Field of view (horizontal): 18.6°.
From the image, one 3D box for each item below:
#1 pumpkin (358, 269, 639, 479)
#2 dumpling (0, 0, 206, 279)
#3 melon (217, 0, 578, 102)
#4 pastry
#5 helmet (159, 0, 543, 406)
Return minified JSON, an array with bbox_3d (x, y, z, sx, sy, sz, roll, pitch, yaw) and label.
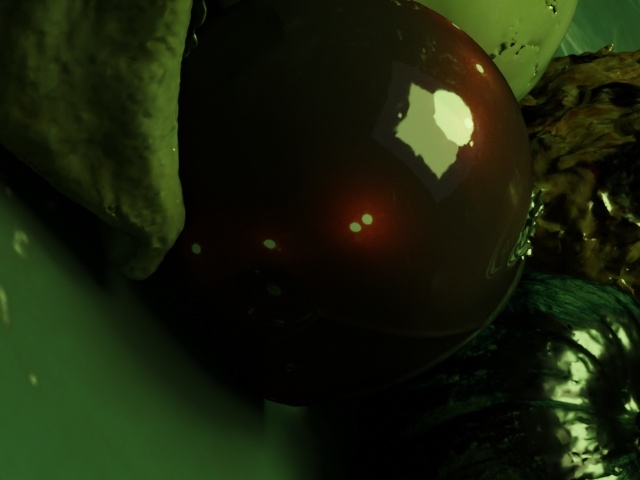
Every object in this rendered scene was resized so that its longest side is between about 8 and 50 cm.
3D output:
[{"bbox_3d":[0.152,0.119,1.047,0.248,0.248,0.248,44,31,-35],"label":"pumpkin"},{"bbox_3d":[-0.120,-0.144,0.862,0.166,0.332,0.086,31,35,30],"label":"dumpling"},{"bbox_3d":[0.035,-0.202,1.162,0.223,0.223,0.317,22,46,-55],"label":"melon"},{"bbox_3d":[0.198,-0.013,1.250,0.275,0.275,0.193,-58,145,-62],"label":"pastry"},{"bbox_3d":[0.008,-0.032,0.991,0.216,0.193,0.189,20,51,-4],"label":"helmet"}]
